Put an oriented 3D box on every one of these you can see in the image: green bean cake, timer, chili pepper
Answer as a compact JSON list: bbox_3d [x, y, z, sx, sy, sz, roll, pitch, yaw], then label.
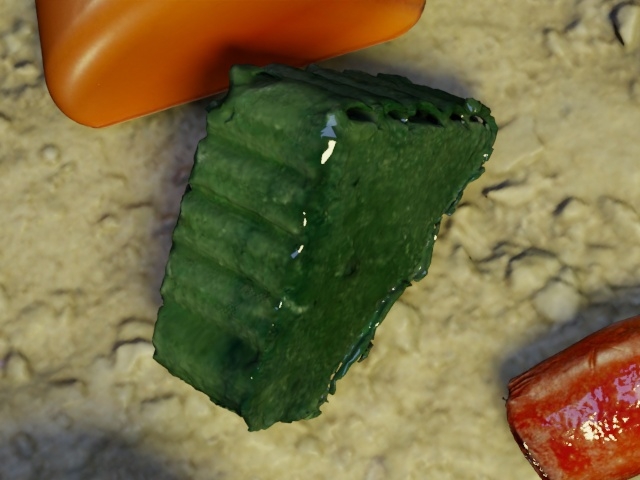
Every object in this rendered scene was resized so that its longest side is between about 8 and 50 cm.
[{"bbox_3d":[0.000,0.000,1.085,0.107,0.193,0.208,23,104,30],"label":"green bean cake"},{"bbox_3d":[-0.093,-0.224,1.132,0.250,0.161,0.257,-20,72,36],"label":"timer"},{"bbox_3d":[0.206,0.082,1.060,0.192,0.086,0.084,-28,46,9],"label":"chili pepper"}]
